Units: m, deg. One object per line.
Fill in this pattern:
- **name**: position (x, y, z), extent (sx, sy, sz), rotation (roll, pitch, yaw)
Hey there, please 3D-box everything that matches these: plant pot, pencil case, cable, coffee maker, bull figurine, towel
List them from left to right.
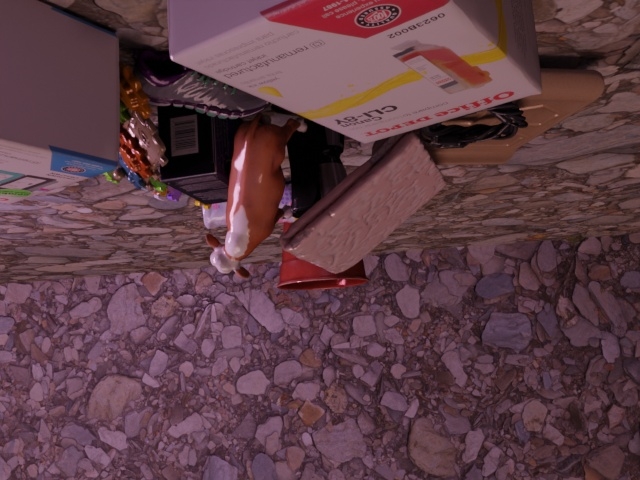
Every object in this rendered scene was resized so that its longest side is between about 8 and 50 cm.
- **pencil case**: position (-0.184, -0.094, 1.739), extent (0.272, 0.114, 0.124), rotation (-4, 176, -2)
- **bull figurine**: position (-0.112, -0.082, 1.151), extent (0.101, 0.311, 0.188), rotation (23, -149, 11)
- **coffee maker**: position (-0.025, -0.143, 1.317), extent (0.171, 0.178, 0.120), rotation (-5, 168, -10)
- **plant pot**: position (0.000, 0.000, 1.918), extent (0.272, 0.265, 0.272), rotation (-3, 170, -1)
- **towel**: position (0.093, -0.063, 1.277), extent (0.317, 0.053, 0.332), rotation (-42, 159, 7)
- **cable**: position (0.263, -0.206, 1.102), extent (0.184, 0.047, 0.150), rotation (-2, 161, -3)

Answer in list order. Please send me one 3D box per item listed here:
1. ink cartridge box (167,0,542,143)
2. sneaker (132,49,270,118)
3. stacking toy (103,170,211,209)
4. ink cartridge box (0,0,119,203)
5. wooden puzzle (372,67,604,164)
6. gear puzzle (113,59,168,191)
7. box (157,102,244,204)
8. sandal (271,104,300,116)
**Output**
- **ink cartridge box**: position (0.060, -0.255, 0.747), extent (0.279, 0.161, 0.384), rotation (-11, 168, 34)
- **sneaker**: position (-0.172, -0.241, 0.984), extent (0.223, 0.083, 0.098), rotation (-1, 165, -15)
- **stacking toy**: position (-0.376, -0.131, 1.526), extent (0.166, 0.052, 0.221), rotation (11, 174, 34)
- **ink cartridge box**: position (-0.435, -0.179, 0.875), extent (0.270, 0.197, 0.198), rotation (-10, 168, 35)
- **wooden puzzle**: position (0.290, -0.240, 1.217), extent (0.321, 0.081, 0.348), rotation (-2, 166, -13)
- **gear puzzle**: position (-0.315, -0.178, 1.040), extent (0.044, 0.176, 0.339), rotation (-35, -176, -25)
- **box**: position (-0.207, -0.164, 1.207), extent (0.108, 0.153, 0.207), rotation (-7, 171, 12)
- **sandal**: position (-0.004, -0.237, 1.099), extent (0.089, 0.060, 0.219), rotation (1, -173, -31)
